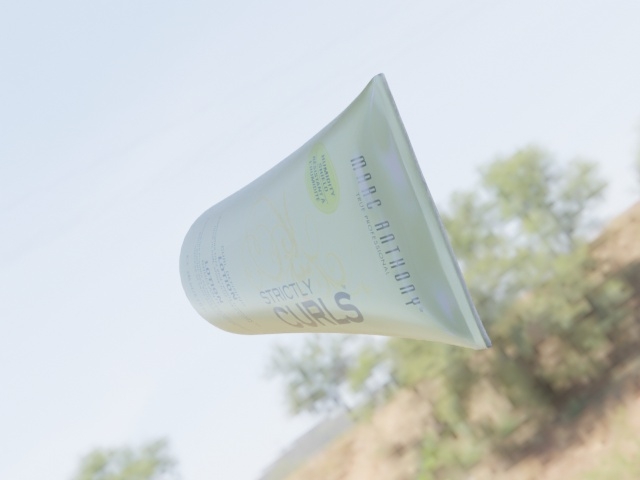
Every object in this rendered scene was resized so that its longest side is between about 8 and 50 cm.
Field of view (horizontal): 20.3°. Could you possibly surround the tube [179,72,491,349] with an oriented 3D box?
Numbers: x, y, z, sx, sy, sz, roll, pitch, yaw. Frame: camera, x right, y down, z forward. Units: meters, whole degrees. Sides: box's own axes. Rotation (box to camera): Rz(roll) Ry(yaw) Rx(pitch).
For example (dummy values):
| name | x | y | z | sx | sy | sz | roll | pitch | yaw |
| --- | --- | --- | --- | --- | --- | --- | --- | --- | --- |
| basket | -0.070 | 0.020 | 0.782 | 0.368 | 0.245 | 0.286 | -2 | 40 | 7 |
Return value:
| name | x | y | z | sx | sy | sz | roll | pitch | yaw |
| --- | --- | --- | --- | --- | --- | --- | --- | --- | --- |
| tube | 0.000 | 0.000 | 0.667 | 0.062 | 0.070 | 0.240 | -64 | 14 | -12 |
